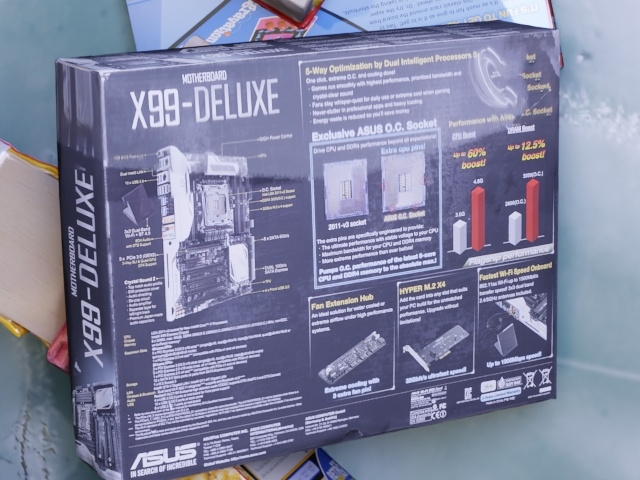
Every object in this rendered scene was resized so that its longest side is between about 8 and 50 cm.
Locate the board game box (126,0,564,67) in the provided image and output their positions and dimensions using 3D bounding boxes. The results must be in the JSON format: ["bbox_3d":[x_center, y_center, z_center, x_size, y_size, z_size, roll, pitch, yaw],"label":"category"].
[{"bbox_3d":[0.010,-0.156,1.147,0.281,0.027,0.145,-11,93,15],"label":"board game box"}]

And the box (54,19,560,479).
[{"bbox_3d":[0.000,0.000,1.034,0.307,0.076,0.243,-9,106,-27],"label":"box"}]

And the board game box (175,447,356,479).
[{"bbox_3d":[-0.055,0.143,1.136,0.193,0.147,0.045,43,104,7],"label":"board game box"}]

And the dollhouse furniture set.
[{"bbox_3d":[-0.135,-0.110,1.120,0.201,0.152,0.374,32,86,8],"label":"dollhouse furniture set"}]
